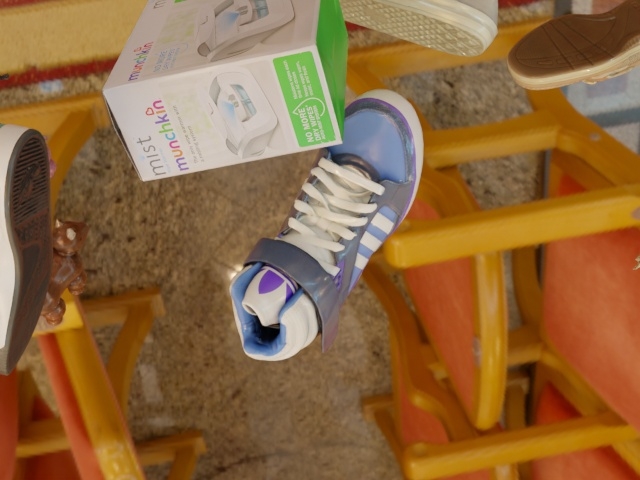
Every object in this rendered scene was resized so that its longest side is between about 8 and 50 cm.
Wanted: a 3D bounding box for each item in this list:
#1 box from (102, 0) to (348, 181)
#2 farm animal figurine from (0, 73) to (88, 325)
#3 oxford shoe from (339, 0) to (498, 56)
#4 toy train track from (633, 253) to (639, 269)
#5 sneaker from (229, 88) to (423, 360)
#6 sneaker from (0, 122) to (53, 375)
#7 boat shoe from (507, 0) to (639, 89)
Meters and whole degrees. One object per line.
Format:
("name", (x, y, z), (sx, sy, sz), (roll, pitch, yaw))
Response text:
("box", (-0.093, -0.201, 1.008), (0.231, 0.262, 0.126), (-9, 127, 11))
("farm animal figurine", (-0.429, -0.035, 0.994), (0.327, 0.330, 0.172), (-31, 163, -25))
("oxford shoe", (0.042, -0.387, 1.220), (0.449, 0.169, 0.130), (22, 85, 9))
("toy train track", (0.444, 0.023, 1.176), (0.014, 0.083, 0.048), (40, 83, 0))
("sneaker", (-0.001, 0.000, 1.019), (0.130, 0.236, 0.322), (30, 124, 10))
("sneaker", (-0.355, 0.001, 0.818), (0.178, 0.123, 0.295), (16, 130, 0))
("boat shoe", (0.460, -0.308, 1.463), (0.341, 0.121, 0.110), (-20, 148, -14))
